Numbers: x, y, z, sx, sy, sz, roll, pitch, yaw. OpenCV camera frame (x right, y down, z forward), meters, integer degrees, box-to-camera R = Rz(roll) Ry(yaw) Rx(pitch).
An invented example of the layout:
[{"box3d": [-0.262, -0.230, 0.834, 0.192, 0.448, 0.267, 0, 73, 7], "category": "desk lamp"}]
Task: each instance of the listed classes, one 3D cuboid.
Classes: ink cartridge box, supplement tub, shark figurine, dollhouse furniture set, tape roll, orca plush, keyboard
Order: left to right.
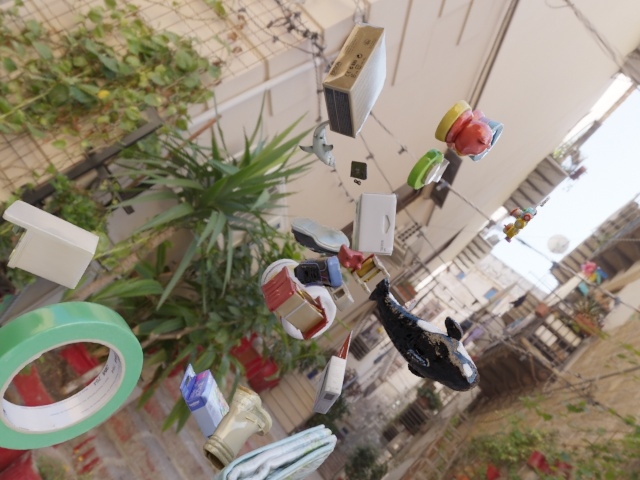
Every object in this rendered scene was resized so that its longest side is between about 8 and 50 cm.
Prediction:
[{"box3d": [-0.542, 0.283, 0.977, 0.077, 0.321, 0.321, 37, -25, 37], "category": "tape roll"}, {"box3d": [-0.373, 0.580, 1.599, 0.186, 0.065, 0.311, -110, 174, -78], "category": "ink cartridge box"}, {"box3d": [-0.105, 0.240, 2.003, 0.331, 0.241, 0.241, 42, -20, 54], "category": "supplement tub"}, {"box3d": [0.013, 0.136, 1.561, 0.201, 0.374, 0.152, 47, 8, -31], "category": "dollhouse furniture set"}, {"box3d": [0.018, -0.427, 1.842, 0.166, 0.116, 0.278, 20, -35, 0], "category": "shark figurine"}, {"box3d": [0.041, 0.475, 1.698, 0.060, 0.239, 0.275, 15, -34, -2], "category": "ink cartridge box"}, {"box3d": [0.099, -0.433, 1.276, 0.088, 0.235, 0.193, 20, -22, 16], "category": "ink cartridge box"}, {"box3d": [0.177, -0.311, 2.165, 0.180, 0.023, 0.108, -142, -125, -70], "category": "keyboard"}, {"box3d": [0.201, -0.061, 1.822, 0.307, 0.128, 0.223, 163, -69, -89], "category": "ink cartridge box"}, {"box3d": [0.424, 0.305, 2.220, 0.029, 0.062, 0.115, 52, -27, 22], "category": "ink cartridge box"}, {"box3d": [0.205, 0.203, 0.965, 0.287, 0.151, 0.102, 58, 24, 10], "category": "orca plush"}]

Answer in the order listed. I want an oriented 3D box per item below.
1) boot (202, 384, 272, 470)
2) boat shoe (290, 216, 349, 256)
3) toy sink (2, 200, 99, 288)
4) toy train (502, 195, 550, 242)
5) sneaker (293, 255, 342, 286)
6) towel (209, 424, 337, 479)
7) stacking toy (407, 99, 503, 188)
[{"box3d": [-0.234, 0.559, 1.336, 0.095, 0.204, 0.262, 17, -37, 20], "category": "boot"}, {"box3d": [0.000, 0.000, 1.762, 0.302, 0.114, 0.091, 34, -41, 47], "category": "boat shoe"}, {"box3d": [-0.758, 0.015, 1.284, 0.234, 0.131, 0.153, 30, 5, -27], "category": "toy sink"}, {"box3d": [0.500, -0.060, 1.161, 0.046, 0.125, 0.166, 43, -10, 18], "category": "toy train"}, {"box3d": [-0.010, 0.083, 1.175, 0.232, 0.090, 0.082, 163, -84, -78], "category": "sneaker"}, {"box3d": [-0.163, 0.627, 1.212, 0.321, 0.374, 0.090, -52, -124, 30], "category": "towel"}, {"box3d": [0.406, -0.240, 1.350, 0.130, 0.308, 0.280, 43, -60, 20], "category": "stacking toy"}]
